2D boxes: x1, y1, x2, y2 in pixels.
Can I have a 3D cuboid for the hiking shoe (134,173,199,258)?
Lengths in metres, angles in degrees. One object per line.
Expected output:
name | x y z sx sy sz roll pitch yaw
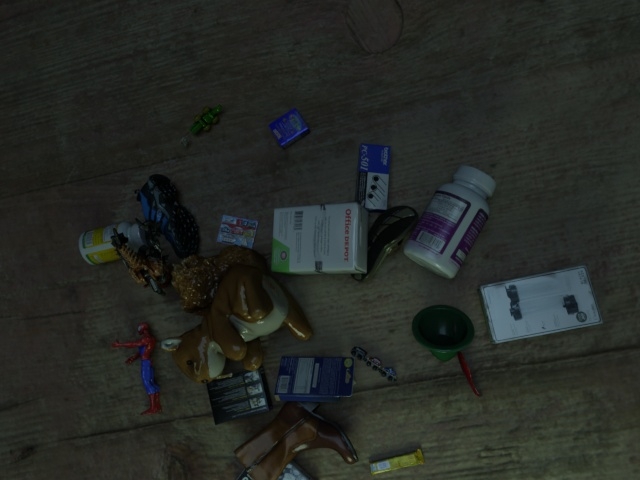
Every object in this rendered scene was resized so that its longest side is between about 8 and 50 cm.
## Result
hiking shoe | -0.503 -0.065 1.731 0.132 0.113 0.304 -33 77 30

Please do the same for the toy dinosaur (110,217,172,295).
toy dinosaur | -0.522 0.056 1.581 0.164 0.322 0.219 -18 73 -23

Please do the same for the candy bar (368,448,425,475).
candy bar | 0.214 0.631 1.491 0.161 0.018 0.040 -17 73 8

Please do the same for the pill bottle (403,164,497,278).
pill bottle | 0.380 -0.057 1.513 0.169 0.169 0.302 30 86 15

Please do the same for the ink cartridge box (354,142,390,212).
ink cartridge box | 0.161 -0.194 1.631 0.097 0.046 0.207 5 79 -2

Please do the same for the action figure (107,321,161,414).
action figure | -0.580 0.400 1.645 0.139 0.091 0.281 -5 78 -3

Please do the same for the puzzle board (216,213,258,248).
puzzle board | -0.272 -0.029 1.712 0.128 0.011 0.097 10 81 13

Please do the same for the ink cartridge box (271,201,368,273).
ink cartridge box | 0.000 0.000 1.575 0.272 0.114 0.199 -2 79 23

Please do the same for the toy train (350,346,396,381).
toy train | 0.160 0.363 1.549 0.158 0.027 0.036 32 76 15

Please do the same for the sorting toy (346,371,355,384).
sorting toy | 0.057 0.411 1.565 0.062 0.012 0.083 -42 75 -1

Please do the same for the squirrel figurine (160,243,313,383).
squirrel figurine | -0.296 0.221 1.575 0.370 0.281 0.397 -38 61 12

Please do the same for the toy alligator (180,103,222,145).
toy alligator | -0.411 -0.400 1.791 0.189 0.056 0.051 -43 33 2

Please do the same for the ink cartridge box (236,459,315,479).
ink cartridge box | -0.141 0.730 1.527 0.206 0.045 0.208 36 89 14

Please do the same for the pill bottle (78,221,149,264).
pill bottle | -0.670 0.003 1.727 0.208 0.117 0.118 -13 77 8

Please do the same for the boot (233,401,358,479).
boot | -0.067 0.602 1.478 0.280 0.096 0.264 -42 74 -13

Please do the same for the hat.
hat | 0.357 0.322 1.520 0.172 0.184 0.209 -8 36 3

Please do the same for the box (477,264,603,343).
box | 0.603 0.181 1.466 0.289 0.087 0.169 -14 77 8

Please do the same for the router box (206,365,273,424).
router box | -0.247 0.471 1.595 0.178 0.046 0.133 -17 77 8

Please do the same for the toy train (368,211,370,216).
toy train | 0.141 -0.109 1.646 0.023 0.017 0.083 -3 79 -1

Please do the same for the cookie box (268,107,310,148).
cookie box | -0.103 -0.369 1.729 0.107 0.040 0.092 -32 76 3

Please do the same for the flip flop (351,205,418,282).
flip flop | 0.194 0.013 1.582 0.112 0.080 0.277 45 106 40

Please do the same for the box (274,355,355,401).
box | -0.013 0.403 1.532 0.225 0.037 0.136 -3 42 12
